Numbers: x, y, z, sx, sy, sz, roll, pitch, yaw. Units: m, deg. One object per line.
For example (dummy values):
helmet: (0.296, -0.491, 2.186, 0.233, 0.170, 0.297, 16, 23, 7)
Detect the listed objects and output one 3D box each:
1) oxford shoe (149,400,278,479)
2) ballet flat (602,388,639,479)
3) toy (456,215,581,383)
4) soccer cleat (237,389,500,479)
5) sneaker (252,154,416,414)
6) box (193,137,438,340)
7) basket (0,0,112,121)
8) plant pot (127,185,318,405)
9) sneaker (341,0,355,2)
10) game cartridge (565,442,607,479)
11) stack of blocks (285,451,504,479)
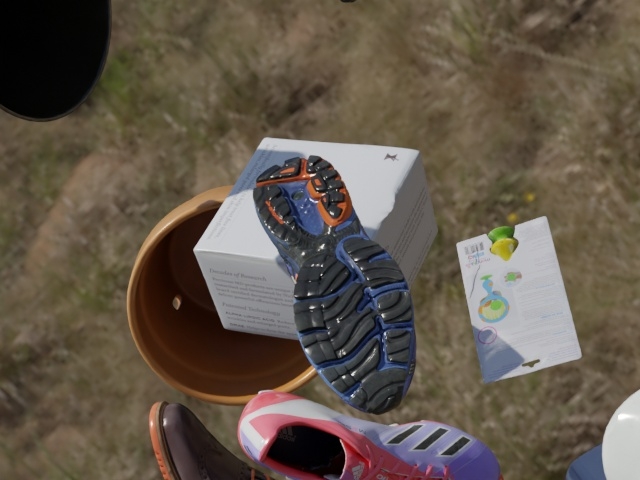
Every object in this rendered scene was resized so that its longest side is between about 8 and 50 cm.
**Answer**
oxford shoe: (-0.063, 0.246, 1.315, 0.098, 0.271, 0.097, -29, 24, 17)
ballet flat: (0.352, 0.220, 0.824, 0.139, 0.400, 0.139, -51, 4, 5)
toy: (0.279, 0.089, 1.926, 0.137, 0.056, 0.237, -17, 56, 13)
soccer cleat: (0.046, 0.192, 1.194, 0.095, 0.248, 0.083, -123, 52, -71)
sneaker: (0.020, 0.035, 0.966, 0.083, 0.087, 0.221, -23, 47, 5)
box: (0.000, 0.000, 1.389, 0.182, 0.119, 0.181, 7, 46, 25)
basket: (-0.302, -0.201, 1.052, 0.227, 0.204, 0.154, 16, 59, 31)
plant pot: (-0.111, 0.048, 1.856, 0.291, 0.291, 0.203, -38, 20, 9)
sneaker: (-0.011, -0.256, 0.810, 0.078, 0.234, 0.106, -17, -11, -32)
game cartridge: (0.433, 0.259, 1.522, 0.294, 0.060, 0.196, -17, 23, -9)
stack of blocks: (0.119, 0.378, 1.972, 0.297, 0.171, 0.087, 0, 40, 30)
